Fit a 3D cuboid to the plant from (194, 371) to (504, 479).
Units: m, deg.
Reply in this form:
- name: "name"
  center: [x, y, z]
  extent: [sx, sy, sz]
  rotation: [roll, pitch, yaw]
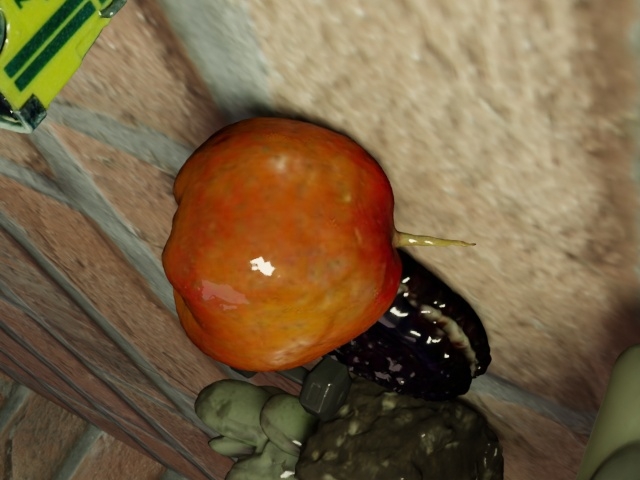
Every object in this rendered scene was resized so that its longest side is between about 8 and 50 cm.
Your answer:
- name: "plant"
  center: [0.011, 0.167, 0.941]
  extent: [0.274, 0.149, 0.146]
  rotation: [6, 131, 51]

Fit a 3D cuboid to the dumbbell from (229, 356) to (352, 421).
- name: "dumbbell"
  center: [-0.021, 0.081, 0.753]
  extent: [0.083, 0.036, 0.040]
  rotation: [27, 163, 21]

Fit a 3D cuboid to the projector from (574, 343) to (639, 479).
- name: "projector"
  center: [0.217, 0.196, 0.442]
  extent: [0.248, 0.249, 0.248]
  rotation: [28, 164, -14]

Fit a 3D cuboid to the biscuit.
- name: "biscuit"
  center: [0.015, 0.036, 0.723]
  extent: [0.194, 0.053, 0.194]
  rotation: [30, 163, 10]

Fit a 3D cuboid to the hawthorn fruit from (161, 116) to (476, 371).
- name: "hawthorn fruit"
  center: [-0.015, 0.000, 0.581]
  extent: [0.125, 0.140, 0.125]
  rotation: [37, 134, 53]

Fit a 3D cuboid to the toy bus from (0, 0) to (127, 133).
- name: "toy bus"
  center: [-0.158, -0.134, 0.474]
  extent: [0.088, 0.101, 0.175]
  rotation: [19, 154, 35]
